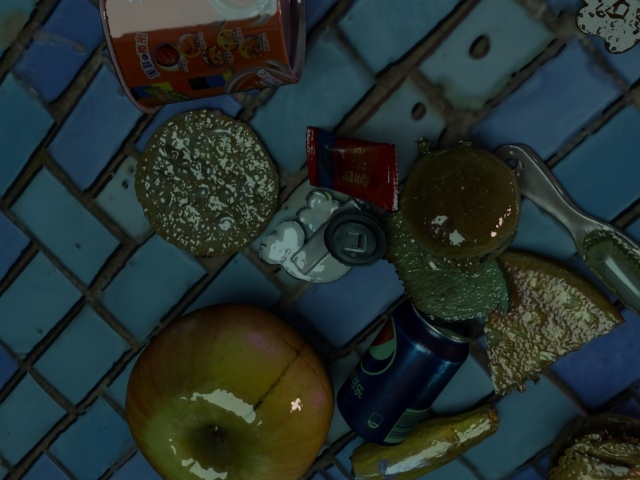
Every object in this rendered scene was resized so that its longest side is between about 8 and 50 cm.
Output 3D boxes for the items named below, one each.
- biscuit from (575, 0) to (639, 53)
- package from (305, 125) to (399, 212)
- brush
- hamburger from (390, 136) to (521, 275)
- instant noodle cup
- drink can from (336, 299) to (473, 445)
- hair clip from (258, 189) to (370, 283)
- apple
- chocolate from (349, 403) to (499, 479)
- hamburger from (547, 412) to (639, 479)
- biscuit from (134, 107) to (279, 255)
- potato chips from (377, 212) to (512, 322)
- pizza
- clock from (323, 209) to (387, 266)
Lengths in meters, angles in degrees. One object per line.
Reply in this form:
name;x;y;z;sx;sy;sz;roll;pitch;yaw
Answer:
biscuit;0.384;-0.265;0.913;0.175;0.026;0.124;10;109;13
package;0.036;-0.093;1.013;0.200;0.022;0.083;23;118;56
brush;0.332;-0.006;0.997;0.313;0.067;0.072;45;115;1
hamburger;0.163;-0.050;0.981;0.159;0.131;0.185;-29;72;5
instant noodle cup;-0.126;-0.282;0.954;0.192;0.250;0.250;-2;108;7
drink can;0.114;0.176;1.092;0.118;0.118;0.205;34;113;3
hair clip;0.000;0.000;1.105;0.116;0.049;0.172;47;117;3
apple;-0.120;0.220;1.113;0.286;0.233;0.286;4;109;11
chocolate;0.150;0.291;1.145;0.219;0.085;0.085;-31;97;19
hamburger;0.403;0.336;1.039;0.244;0.163;0.244;5;104;21
biscuit;-0.162;-0.079;1.134;0.220;0.033;0.220;4;108;13
potato chips;0.152;0.037;1.041;0.209;0.026;0.142;17;70;21
pizza;0.267;0.108;1.050;0.201;0.053;0.193;35;109;19
clock;0.046;-0.003;1.054;0.085;0.017;0.085;7;126;10
